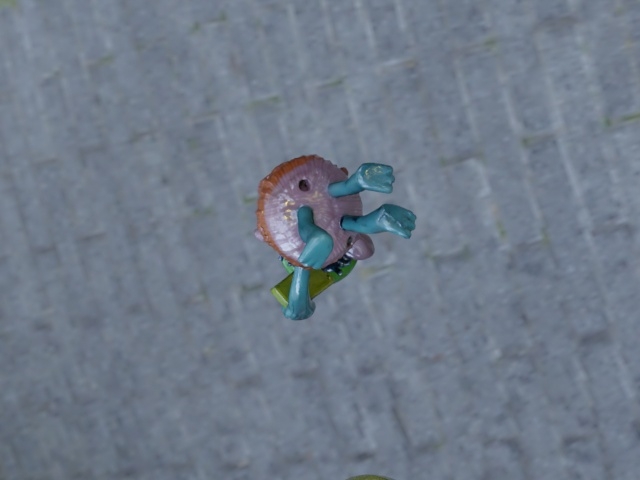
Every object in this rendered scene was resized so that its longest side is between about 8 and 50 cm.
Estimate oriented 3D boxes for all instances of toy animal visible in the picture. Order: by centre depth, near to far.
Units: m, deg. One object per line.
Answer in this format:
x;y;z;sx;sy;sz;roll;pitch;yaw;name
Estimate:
0.000;0.000;1.172;0.208;0.100;0.103;157;121;-78;toy animal

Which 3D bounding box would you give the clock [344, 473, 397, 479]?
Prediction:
0.042;0.251;1.040;0.237;0.057;0.237;-21;67;61;clock
